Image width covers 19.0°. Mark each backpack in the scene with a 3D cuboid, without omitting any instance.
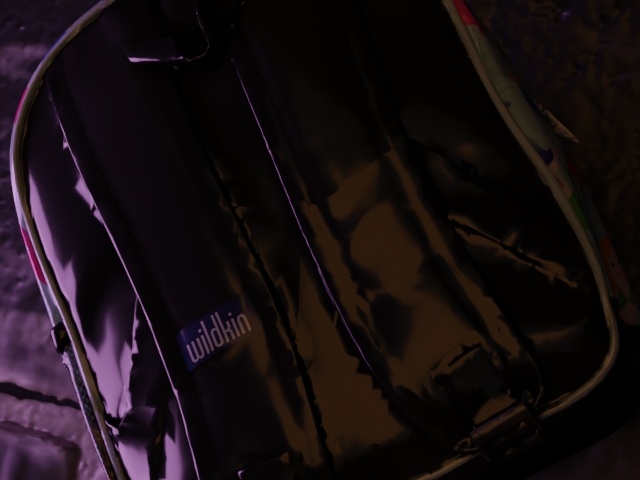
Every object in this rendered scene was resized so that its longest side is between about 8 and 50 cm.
[{"bbox_3d":[0.000,0.000,0.799,0.225,0.191,0.253,-30,76,10],"label":"backpack"}]
